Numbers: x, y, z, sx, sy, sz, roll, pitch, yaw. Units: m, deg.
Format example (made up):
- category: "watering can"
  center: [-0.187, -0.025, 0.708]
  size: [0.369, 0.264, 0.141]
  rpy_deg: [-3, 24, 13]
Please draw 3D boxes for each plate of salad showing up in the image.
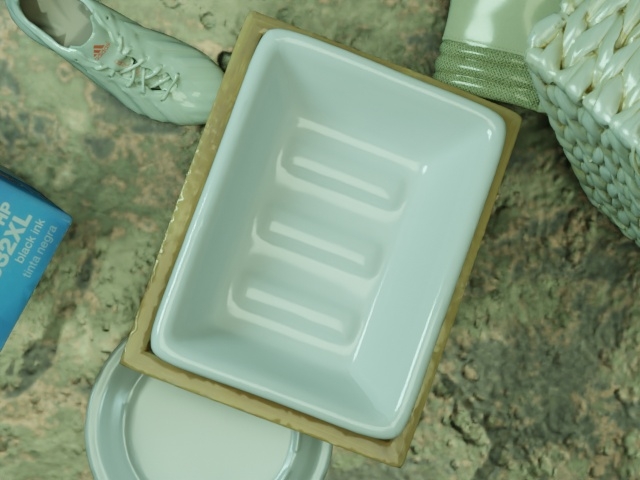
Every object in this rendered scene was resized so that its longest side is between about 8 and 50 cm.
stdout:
- category: "plate of salad"
  center: [-0.089, 0.151, 1.419]
  size: [0.199, 0.048, 0.200]
  rpy_deg: [1, 84, -7]

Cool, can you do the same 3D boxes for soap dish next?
- category: "soap dish"
  center: [0.000, 0.000, 1.362]
  size: [0.229, 0.118, 0.291]
  rpy_deg: [21, 82, -6]

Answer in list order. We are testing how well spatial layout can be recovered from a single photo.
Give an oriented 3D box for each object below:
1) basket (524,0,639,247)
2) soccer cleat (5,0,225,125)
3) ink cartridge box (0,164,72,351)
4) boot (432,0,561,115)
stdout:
- category: "basket"
  center: [0.365, -0.107, 1.272]
  size: [0.328, 0.331, 0.266]
  rpy_deg: [-46, 62, -1]
- category: "soccer cleat"
  center: [-0.159, -0.146, 1.380]
  size: [0.196, 0.076, 0.068]
  rpy_deg: [29, 91, -6]
- category: "ink cartridge box"
  center: [-0.359, -0.050, 1.255]
  size: [0.307, 0.223, 0.129]
  rpy_deg: [29, 90, -25]
- category: "boot"
  center: [0.224, -0.191, 1.397]
  size: [0.262, 0.095, 0.203]
  rpy_deg: [7, 93, -3]
